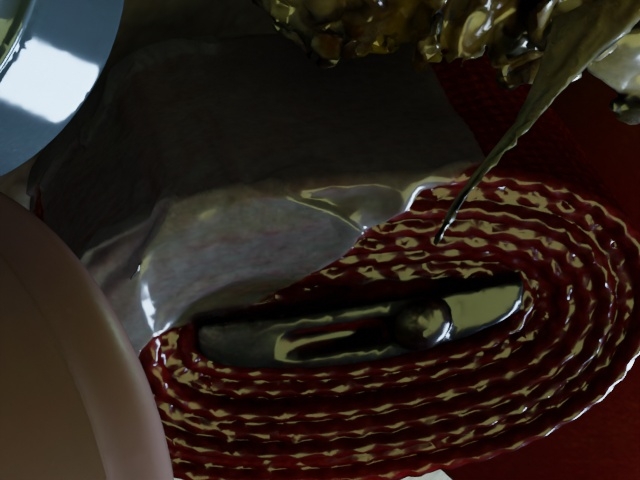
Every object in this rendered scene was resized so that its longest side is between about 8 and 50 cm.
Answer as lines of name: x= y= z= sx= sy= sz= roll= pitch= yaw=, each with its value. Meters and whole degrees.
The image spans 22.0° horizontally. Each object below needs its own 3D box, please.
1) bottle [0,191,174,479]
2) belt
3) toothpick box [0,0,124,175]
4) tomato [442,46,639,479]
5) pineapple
bottle: x=-0.197 y=0.077 z=0.399 sx=0.297 sy=0.173 sz=0.206 roll=-18 pitch=113 yaw=-42
belt: x=0.000 y=0.000 z=0.561 sx=0.201 sy=0.124 sz=0.128 roll=-4 pitch=124 yaw=-12
toothpick box: x=-0.121 y=-0.071 z=0.340 sx=0.101 sy=0.101 sz=0.153 roll=-50 pitch=156 yaw=11
tomato: x=0.156 y=0.016 z=0.743 sx=0.298 sy=0.226 sz=0.298 roll=-24 pitch=155 yaw=-12
pineapple: x=0.119 y=-0.135 z=0.546 sx=0.334 sy=0.158 sz=0.161 roll=-17 pitch=143 yaw=-44
